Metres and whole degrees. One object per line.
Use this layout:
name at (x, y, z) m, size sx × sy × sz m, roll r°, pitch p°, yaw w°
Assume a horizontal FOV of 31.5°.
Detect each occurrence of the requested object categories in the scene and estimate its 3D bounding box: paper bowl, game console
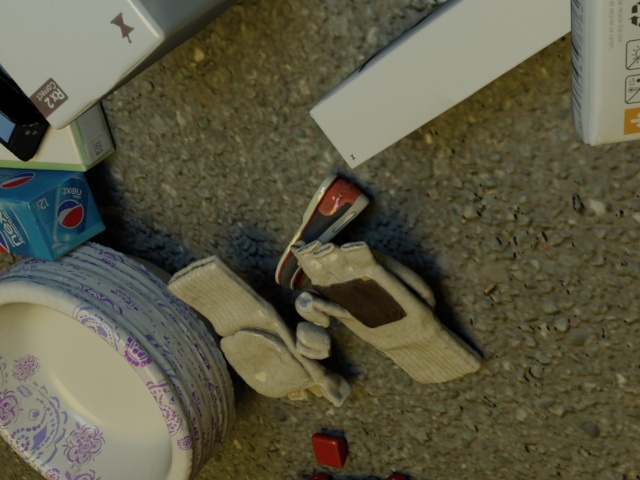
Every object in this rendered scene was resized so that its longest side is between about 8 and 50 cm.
paper bowl at (-0.215, 0.127, 1.163) m, size 0.284 × 0.148 × 0.284 m, roll 18°, pitch 130°, yaw 23°
game console at (-0.312, -0.126, 1.022) m, size 0.122 × 0.071 × 0.107 m, roll 41°, pitch 134°, yaw 1°

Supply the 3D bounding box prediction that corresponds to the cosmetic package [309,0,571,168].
cosmetic package at (0.104, -0.142, 0.792) m, size 0.239 × 0.099 × 0.060 m, roll -31°, pitch 102°, yaw 43°

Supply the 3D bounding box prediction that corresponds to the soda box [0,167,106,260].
soda box at (-0.314, -0.034, 1.140) m, size 0.210 × 0.071 × 0.067 m, roll 7°, pitch 124°, yaw 43°

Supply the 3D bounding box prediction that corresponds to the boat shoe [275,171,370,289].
boat shoe at (0.000, 0.000, 1.001) m, size 0.043 × 0.049 × 0.137 m, roll 33°, pitch 129°, yaw 6°

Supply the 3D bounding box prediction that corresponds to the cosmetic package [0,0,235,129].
cosmetic package at (-0.154, -0.210, 0.852) m, size 0.151 × 0.183 × 0.151 m, roll -30°, pitch 103°, yaw 43°

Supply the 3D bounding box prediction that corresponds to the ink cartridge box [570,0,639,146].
ink cartridge box at (0.288, -0.212, 0.605) m, size 0.307 × 0.072 × 0.303 m, roll -9°, pitch 121°, yaw 0°

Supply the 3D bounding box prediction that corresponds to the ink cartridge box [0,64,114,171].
ink cartridge box at (-0.305, -0.179, 1.065) m, size 0.171 × 0.056 × 0.235 m, roll 5°, pitch 122°, yaw 30°

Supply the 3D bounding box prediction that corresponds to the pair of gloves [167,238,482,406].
pair of gloves at (-0.002, 0.081, 1.019) m, size 0.240 × 0.042 × 0.204 m, roll -14°, pitch 129°, yaw 35°

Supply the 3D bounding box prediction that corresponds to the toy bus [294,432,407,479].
toy bus at (0.039, 0.309, 1.158) m, size 0.191 × 0.104 × 0.202 m, roll 31°, pitch 134°, yaw 11°
